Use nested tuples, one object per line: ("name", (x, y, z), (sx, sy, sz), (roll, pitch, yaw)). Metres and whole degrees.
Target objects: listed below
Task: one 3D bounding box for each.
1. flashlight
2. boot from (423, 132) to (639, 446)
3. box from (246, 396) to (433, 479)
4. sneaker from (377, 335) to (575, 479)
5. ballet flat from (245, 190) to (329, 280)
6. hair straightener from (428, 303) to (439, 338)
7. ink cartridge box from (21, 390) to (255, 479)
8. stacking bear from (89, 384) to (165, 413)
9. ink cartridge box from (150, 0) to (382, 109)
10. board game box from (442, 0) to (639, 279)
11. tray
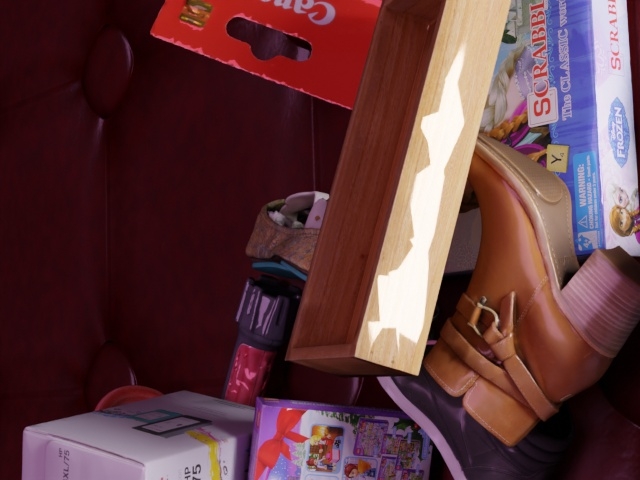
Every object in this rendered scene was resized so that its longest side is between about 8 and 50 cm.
("flashlight", (-0.093, 0.204, 1.793), (0.103, 0.103, 0.304), (21, 103, 22))
("boot", (0.176, 0.042, 1.383), (0.283, 0.109, 0.220), (48, 115, 24))
("box", (0.012, 0.332, 1.579), (0.057, 0.201, 0.293), (-160, 77, -80))
("sneaker", (0.164, 0.149, 1.493), (0.295, 0.105, 0.147), (54, 124, 27))
("ballet flat", (0.000, 0.000, 1.642), (0.348, 0.123, 0.123), (-167, 83, -69))
("hair straightener", (0.054, 0.091, 1.666), (0.230, 0.047, 0.089), (-11, 78, 48))
("ink cartridge box", (-0.185, 0.306, 1.625), (0.197, 0.270, 0.198), (9, 100, 36))
("stacking bear", (-0.308, 0.337, 1.995), (0.289, 0.175, 0.164), (-46, 56, 46))
("ink cartridge box", (-0.013, -0.376, 1.592), (0.308, 0.091, 0.385), (23, 86, 23))
("board game box", (0.192, -0.124, 1.510), (0.318, 0.066, 0.318), (-11, 79, 49))
("tray", (0.080, -0.069, 1.396), (0.203, 0.076, 0.410), (163, 125, -70))
